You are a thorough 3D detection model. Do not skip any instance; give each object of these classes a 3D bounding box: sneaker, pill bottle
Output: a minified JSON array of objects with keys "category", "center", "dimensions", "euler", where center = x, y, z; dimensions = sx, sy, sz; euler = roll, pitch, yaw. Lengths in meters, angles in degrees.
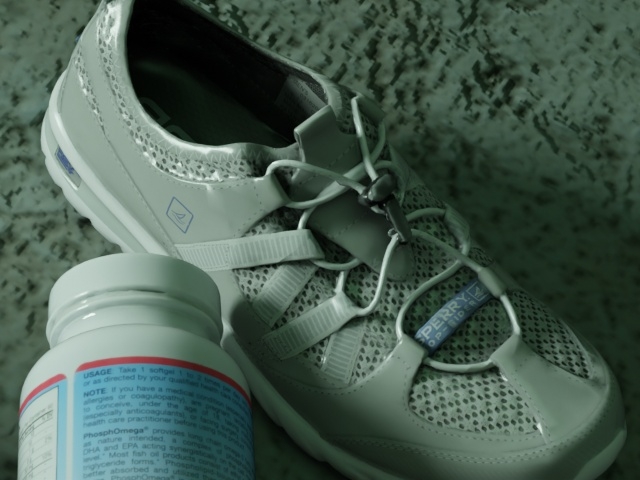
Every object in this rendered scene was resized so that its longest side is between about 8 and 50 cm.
[{"category":"sneaker","center":[0.000,0.000,0.749],"dimensions":[0.281,0.115,0.105],"euler":[35,57,13]},{"category":"pill bottle","center":[-0.066,0.088,0.693],"dimensions":[0.087,0.087,0.160],"euler":[2,55,-9]}]
